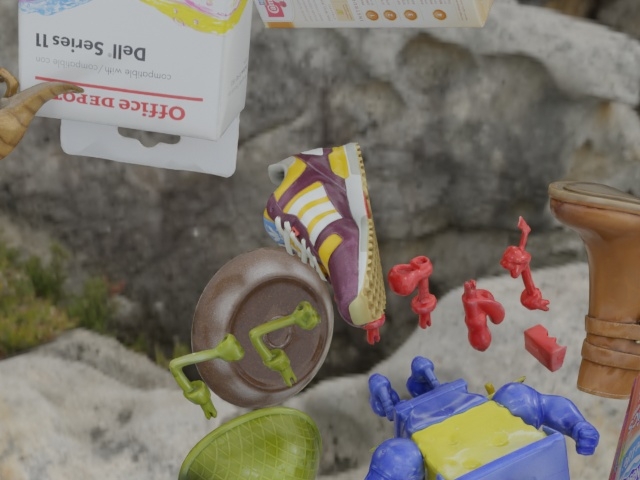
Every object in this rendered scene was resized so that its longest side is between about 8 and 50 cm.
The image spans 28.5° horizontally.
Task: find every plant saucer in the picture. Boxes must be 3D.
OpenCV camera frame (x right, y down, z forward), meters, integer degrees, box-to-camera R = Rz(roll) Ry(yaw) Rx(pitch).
[{"bbox_3d":[-0.059,0.108,1.507,0.199,0.198,0.036,-31,22,-25],"label":"plant saucer"}]

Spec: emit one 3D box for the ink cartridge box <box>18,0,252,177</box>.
[{"bbox_3d":[-0.175,-0.221,1.213,0.207,0.353,0.119,8,23,6],"label":"ink cartridge box"}]

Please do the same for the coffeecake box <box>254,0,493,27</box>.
[{"bbox_3d":[0.027,-0.231,0.927,0.185,0.142,0.068,5,51,27],"label":"coffeecake box"}]

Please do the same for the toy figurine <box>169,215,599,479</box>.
[{"bbox_3d":[0.088,0.152,0.977,0.363,0.191,0.217,-19,35,-22],"label":"toy figurine"}]

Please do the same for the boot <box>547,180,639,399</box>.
[{"bbox_3d":[0.318,0.060,1.387,0.283,0.220,0.109,17,9,-45],"label":"boot"}]

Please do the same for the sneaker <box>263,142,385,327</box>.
[{"bbox_3d":[0.000,0.000,0.952,0.084,0.069,0.185,-10,39,4],"label":"sneaker"}]

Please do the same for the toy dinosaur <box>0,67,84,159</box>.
[{"bbox_3d":[-0.294,-0.117,1.188,0.064,0.211,0.112,0,55,-59],"label":"toy dinosaur"}]

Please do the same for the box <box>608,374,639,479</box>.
[{"bbox_3d":[0.387,0.203,0.974,0.300,0.154,0.142,19,74,2],"label":"box"}]
